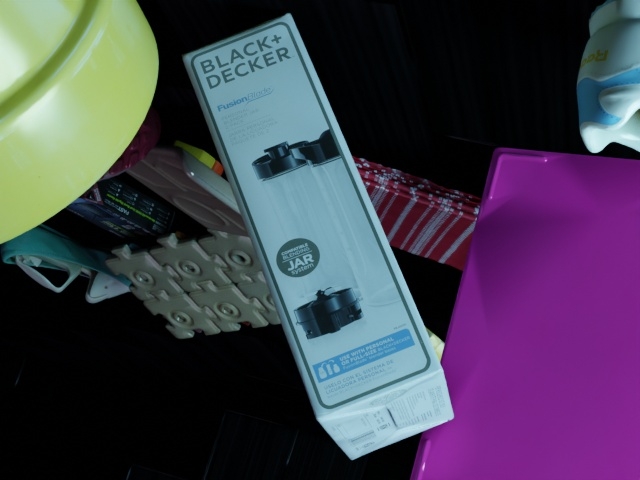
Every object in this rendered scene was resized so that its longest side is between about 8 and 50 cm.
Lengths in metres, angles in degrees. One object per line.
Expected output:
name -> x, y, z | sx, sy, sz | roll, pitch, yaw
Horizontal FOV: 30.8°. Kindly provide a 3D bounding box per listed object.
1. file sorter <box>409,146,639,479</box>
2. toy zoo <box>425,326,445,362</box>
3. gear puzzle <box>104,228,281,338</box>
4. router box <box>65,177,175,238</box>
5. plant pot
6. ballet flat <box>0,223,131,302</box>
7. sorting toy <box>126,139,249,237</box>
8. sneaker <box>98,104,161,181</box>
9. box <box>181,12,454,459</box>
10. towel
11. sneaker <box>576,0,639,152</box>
file sorter -> 0.226, 0.101, 0.936 | 0.202, 0.290, 0.182 | 8, 164, 28
toy zoo -> 0.163, 0.154, 1.415 | 0.293, 0.030, 0.192 | 40, 180, -21
gear puzzle -> -0.092, 0.033, 1.376 | 0.339, 0.044, 0.175 | -12, 131, 36
router box -> -0.251, -0.042, 1.395 | 0.092, 0.038, 0.122 | 1, 157, 46
plant pot -> -0.262, -0.154, 0.720 | 0.254, 0.254, 0.239 | 9, 147, 27
ballet flat -> -0.344, 0.042, 1.677 | 0.247, 0.087, 0.083 | 19, 163, -6
sorting toy -> -0.123, -0.055, 1.176 | 0.208, 0.038, 0.193 | 18, 165, 49
sneaker -> -0.273, -0.121, 1.071 | 0.299, 0.120, 0.112 | 8, -170, 26
box -> 0.000, 0.000, 0.854 | 0.087, 0.290, 0.169 | -23, 157, 1
towel -> 0.041, -0.041, 1.117 | 0.275, 0.031, 0.199 | 19, 166, 0
sneaker -> 0.263, -0.068, 0.691 | 0.229, 0.092, 0.087 | 16, 162, 2
